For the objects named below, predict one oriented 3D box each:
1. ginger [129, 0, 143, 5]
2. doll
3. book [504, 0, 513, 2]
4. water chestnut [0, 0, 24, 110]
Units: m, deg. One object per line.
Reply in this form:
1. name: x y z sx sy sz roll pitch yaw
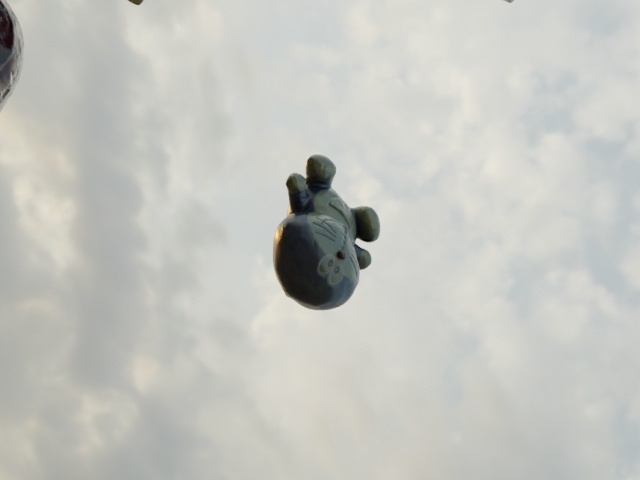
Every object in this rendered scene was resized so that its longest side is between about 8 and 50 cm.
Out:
1. ginger: -0.323 -0.543 1.900 0.074 0.213 0.137 12 -26 -6
2. doll: 0.000 0.000 1.760 0.154 0.258 0.228 -29 -63 21
3. book: 0.028 -0.374 1.139 0.379 0.264 0.031 26 -85 21
4. water chestnut: -0.459 -0.187 1.088 0.289 0.289 0.244 39 -36 29
